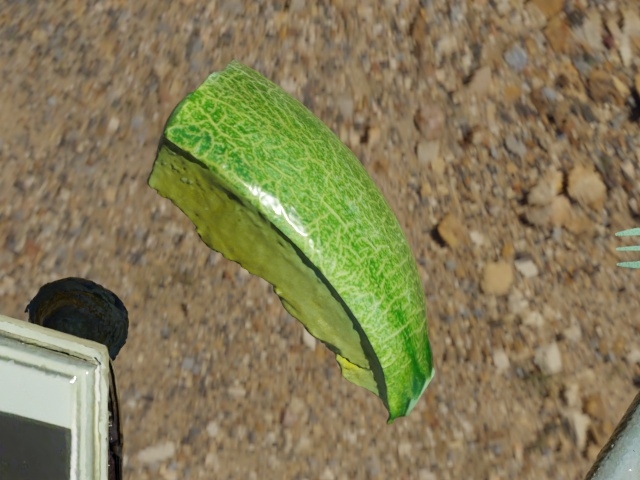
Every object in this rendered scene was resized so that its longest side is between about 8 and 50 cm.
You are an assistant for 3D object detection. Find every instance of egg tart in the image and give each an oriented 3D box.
[{"bbox_3d":[-0.289,0.106,1.709,0.128,0.049,0.129,-1,110,-3],"label":"egg tart"}]

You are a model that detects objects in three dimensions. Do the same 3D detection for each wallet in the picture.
[{"bbox_3d":[-0.209,0.204,1.398,0.031,0.110,0.198,-6,144,-12],"label":"wallet"}]

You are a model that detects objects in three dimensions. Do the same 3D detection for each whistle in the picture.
[{"bbox_3d":[0.317,0.167,1.356,0.057,0.068,0.326,35,70,7],"label":"whistle"}]

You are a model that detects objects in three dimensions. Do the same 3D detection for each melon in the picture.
[{"bbox_3d":[0.000,0.000,1.206,0.323,0.196,0.124,46,117,-5],"label":"melon"}]

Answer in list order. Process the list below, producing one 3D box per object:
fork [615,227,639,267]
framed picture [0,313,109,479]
[{"bbox_3d":[0.386,0.004,1.302,0.235,0.021,0.039,-1,86,0],"label":"fork"},{"bbox_3d":[-0.172,0.102,0.421,0.018,0.231,0.293,-23,149,36],"label":"framed picture"}]
